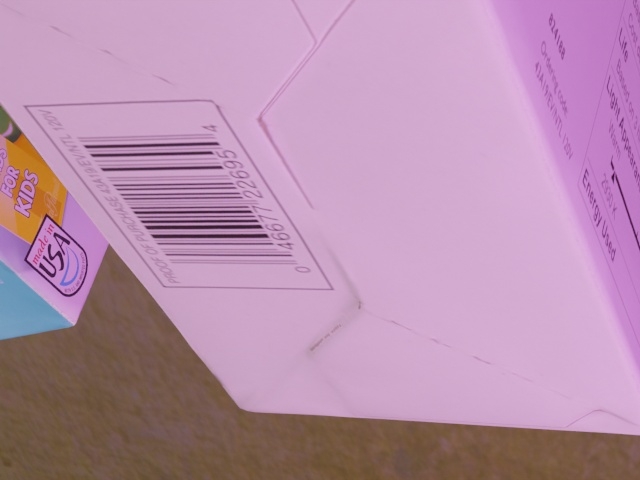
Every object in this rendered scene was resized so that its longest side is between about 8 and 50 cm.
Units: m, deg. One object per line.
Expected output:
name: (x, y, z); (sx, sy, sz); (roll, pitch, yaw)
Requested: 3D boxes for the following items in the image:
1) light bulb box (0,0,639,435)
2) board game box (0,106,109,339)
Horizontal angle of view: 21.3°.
light bulb box: (0.043, -0.155, 0.767); (0.225, 0.361, 0.358); (1, 146, 25)
board game box: (-0.236, -0.139, 1.031); (0.079, 0.253, 0.336); (-11, 137, 35)
